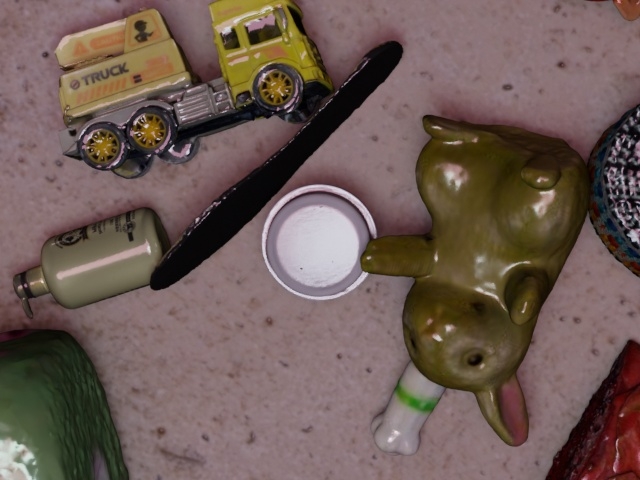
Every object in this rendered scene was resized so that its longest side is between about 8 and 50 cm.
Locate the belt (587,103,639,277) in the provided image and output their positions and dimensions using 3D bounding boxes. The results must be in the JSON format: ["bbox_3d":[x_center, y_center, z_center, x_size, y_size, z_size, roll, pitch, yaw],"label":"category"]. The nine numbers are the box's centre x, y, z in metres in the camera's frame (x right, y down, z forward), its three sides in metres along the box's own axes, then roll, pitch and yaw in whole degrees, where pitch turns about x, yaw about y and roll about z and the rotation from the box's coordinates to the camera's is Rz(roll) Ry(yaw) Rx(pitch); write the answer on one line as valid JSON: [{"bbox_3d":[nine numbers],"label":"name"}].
[{"bbox_3d":[0.392,-0.040,1.880,0.257,0.150,0.207,26,88,-1],"label":"belt"}]

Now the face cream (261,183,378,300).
[{"bbox_3d":[0.000,0.000,1.927,0.117,0.104,0.117,0,98,3],"label":"face cream"}]

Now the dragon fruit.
[{"bbox_3d":[0.325,0.285,1.920,0.205,0.152,0.317,27,97,-2],"label":"dragon fruit"}]

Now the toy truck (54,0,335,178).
[{"bbox_3d":[-0.134,-0.166,1.910,0.272,0.124,0.157,-17,85,8],"label":"toy truck"}]

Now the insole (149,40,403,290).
[{"bbox_3d":[-0.044,-0.074,1.920,0.348,0.119,0.009,-45,75,3],"label":"insole"}]

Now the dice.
[{"bbox_3d":[-0.366,0.274,1.873,0.330,0.322,0.318,-12,96,3],"label":"dice"}]

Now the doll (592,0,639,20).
[{"bbox_3d":[0.296,-0.303,1.889,0.217,0.085,0.183,-27,97,-11],"label":"doll"}]

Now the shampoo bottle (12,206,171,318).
[{"bbox_3d":[-0.235,0.024,1.956,0.162,0.079,0.079,-17,95,6],"label":"shampoo bottle"}]

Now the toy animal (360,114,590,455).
[{"bbox_3d":[0.147,0.060,1.884,0.181,0.180,0.363,20,93,29],"label":"toy animal"}]
